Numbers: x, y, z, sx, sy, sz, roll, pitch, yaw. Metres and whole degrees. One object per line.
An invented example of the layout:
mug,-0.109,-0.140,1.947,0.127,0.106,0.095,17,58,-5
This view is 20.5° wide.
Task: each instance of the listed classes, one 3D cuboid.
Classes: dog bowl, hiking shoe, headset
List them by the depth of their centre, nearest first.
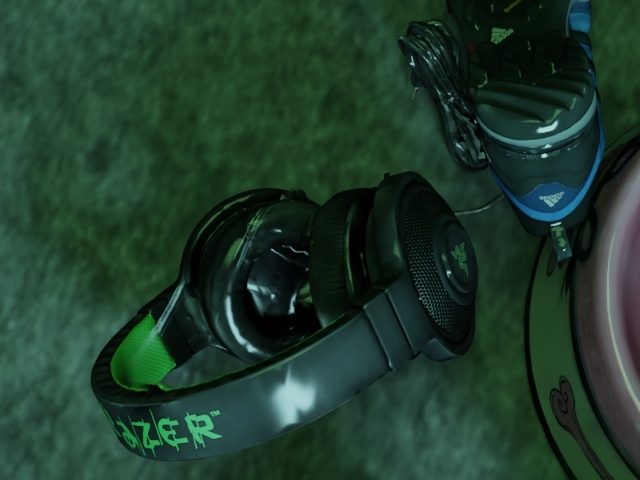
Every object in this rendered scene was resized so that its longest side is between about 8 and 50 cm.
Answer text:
headset,0.000,0.000,1.236,0.394,0.243,0.185,-38,112,-38
dog bowl,0.355,0.055,1.252,0.408,0.150,0.408,-1,75,2
hiking shoe,0.150,-0.125,1.298,0.113,0.132,0.304,-3,37,11
